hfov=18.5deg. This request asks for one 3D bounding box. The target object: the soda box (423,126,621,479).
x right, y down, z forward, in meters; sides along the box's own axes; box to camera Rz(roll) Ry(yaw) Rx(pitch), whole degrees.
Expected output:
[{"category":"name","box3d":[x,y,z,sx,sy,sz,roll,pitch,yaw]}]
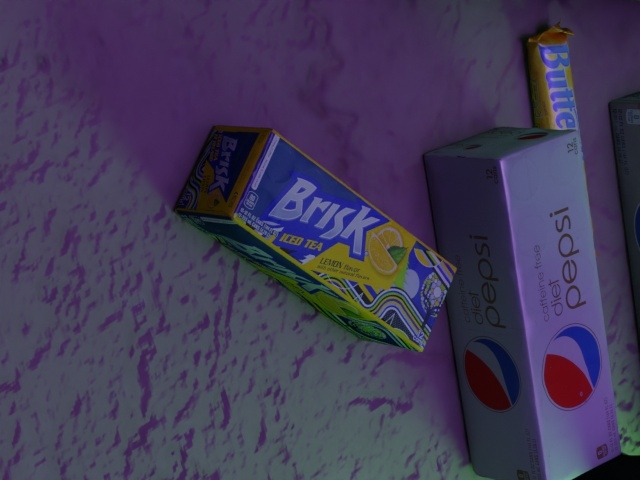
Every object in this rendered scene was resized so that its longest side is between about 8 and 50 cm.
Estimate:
[{"category":"soda box","box3d":[0.127,0.041,1.222,0.074,0.069,0.216,-21,107,-37]}]

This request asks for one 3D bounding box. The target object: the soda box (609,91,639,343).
[{"category":"soda box","box3d":[0.270,0.023,1.336,0.092,0.083,0.263,-21,108,-38]}]

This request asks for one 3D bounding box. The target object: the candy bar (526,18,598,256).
[{"category":"candy bar","box3d":[0.156,-0.062,1.270,0.040,0.018,0.161,-20,108,-38]}]

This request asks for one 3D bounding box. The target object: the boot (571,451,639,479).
[{"category":"boot","box3d":[0.268,0.186,1.287,0.236,0.178,0.085,20,78,-38]}]

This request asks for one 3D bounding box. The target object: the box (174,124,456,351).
[{"category":"box","box3d":[0.000,0.000,1.117,0.169,0.054,0.059,35,72,-37]}]
